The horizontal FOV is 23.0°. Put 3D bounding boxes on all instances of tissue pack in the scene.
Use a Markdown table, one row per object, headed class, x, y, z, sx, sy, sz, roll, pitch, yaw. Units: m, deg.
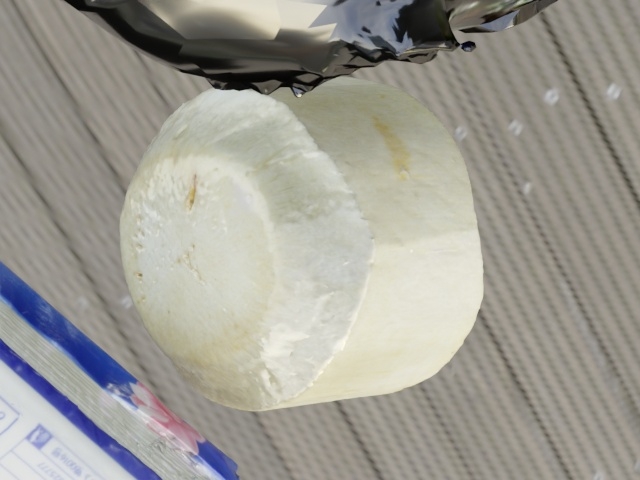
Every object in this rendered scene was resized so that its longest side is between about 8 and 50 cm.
| class | x | y | z | sx | sy | sz | roll | pitch | yaw |
| --- | --- | --- | --- | --- | --- | --- | --- | --- | --- |
| tissue pack | -0.202 | 0.116 | 0.865 | 0.209 | 0.137 | 0.270 | -38 | 110 | 23 |

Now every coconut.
| class | x | y | z | sx | sy | sz | roll | pitch | yaw |
| --- | --- | --- | --- | --- | --- | --- | --- | --- | --- |
| coconut | 0.000 | 0.000 | 0.955 | 0.202 | 0.222 | 0.202 | 4 | 97 | 41 |

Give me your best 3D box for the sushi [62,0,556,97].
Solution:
| class | x | y | z | sx | sy | sz | roll | pitch | yaw |
| --- | --- | --- | --- | --- | --- | --- | --- | --- | --- |
| sushi | 0.039 | -0.233 | 0.594 | 0.285 | 0.329 | 0.327 | -4 | 109 | 48 |
